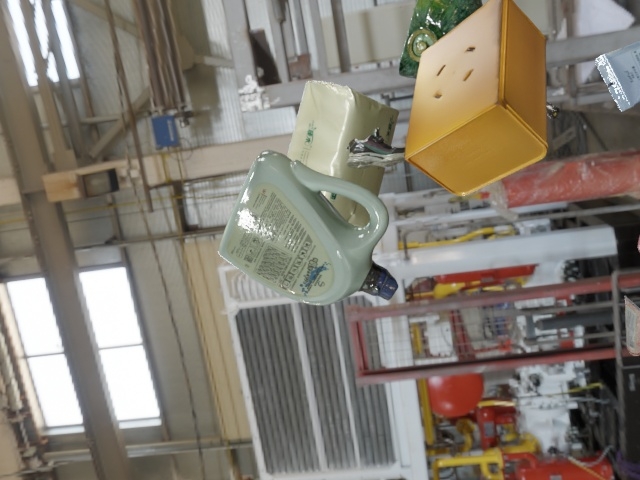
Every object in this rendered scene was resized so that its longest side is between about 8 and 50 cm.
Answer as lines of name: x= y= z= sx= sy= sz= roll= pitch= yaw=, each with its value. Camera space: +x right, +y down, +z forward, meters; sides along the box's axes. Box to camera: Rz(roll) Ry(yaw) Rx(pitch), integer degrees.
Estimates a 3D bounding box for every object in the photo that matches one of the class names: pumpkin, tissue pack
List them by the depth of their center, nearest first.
tissue pack: x=0.269 y=-0.240 z=0.986 sx=0.145 sy=0.194 sz=0.274 roll=34 pitch=-127 yaw=-27
pumpkin: x=0.361 y=-0.602 z=1.683 sx=0.263 sy=0.197 sz=0.293 roll=-63 pitch=-10 yaw=-56
tissue pack: x=0.052 y=-0.240 z=1.689 sx=0.297 sy=0.207 sz=0.380 roll=3 pitch=-78 yaw=-54

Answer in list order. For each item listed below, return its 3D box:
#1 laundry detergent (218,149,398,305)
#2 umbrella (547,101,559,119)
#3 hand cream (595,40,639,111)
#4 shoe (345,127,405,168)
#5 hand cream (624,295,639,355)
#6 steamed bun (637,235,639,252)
laundry detergent: x=0.000 y=0.000 z=0.907 sx=0.215 sy=0.280 sz=0.105 roll=-65 pitch=-2 yaw=23
umbrella: x=0.585 y=-0.374 z=1.575 sx=0.040 sy=0.037 sz=0.144 roll=35 pitch=-167 yaw=-51
hand cream: x=0.519 y=-0.273 z=0.780 sx=0.091 sy=0.271 sz=0.058 roll=56 pitch=-136 yaw=-10
shoe: x=0.143 y=-0.236 z=1.468 sx=0.071 sy=0.169 sz=0.099 roll=129 pitch=135 yaw=-77
hand cream: x=0.850 y=0.237 z=1.576 sx=0.067 sy=0.043 sz=0.209 roll=-115 pitch=0 yaw=-52
steamed bun: x=0.930 y=-0.012 z=1.415 sx=0.309 sy=0.309 sz=0.309 roll=-7 pitch=-90 yaw=-82
